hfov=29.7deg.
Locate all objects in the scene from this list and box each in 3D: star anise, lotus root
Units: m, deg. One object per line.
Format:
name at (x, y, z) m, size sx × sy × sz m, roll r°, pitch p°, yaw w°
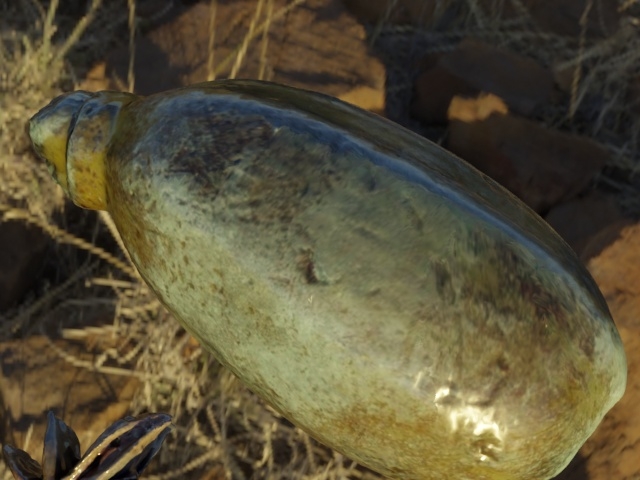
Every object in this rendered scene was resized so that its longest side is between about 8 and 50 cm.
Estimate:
star anise at (-0.211, 0.246, 1.055) m, size 0.229 × 0.093 × 0.236 m, roll 28°, pitch 83°, yaw 15°
lotus root at (0.000, 0.000, 0.591) m, size 0.322 × 0.140 × 0.158 m, roll 33°, pitch 49°, yaw 4°
